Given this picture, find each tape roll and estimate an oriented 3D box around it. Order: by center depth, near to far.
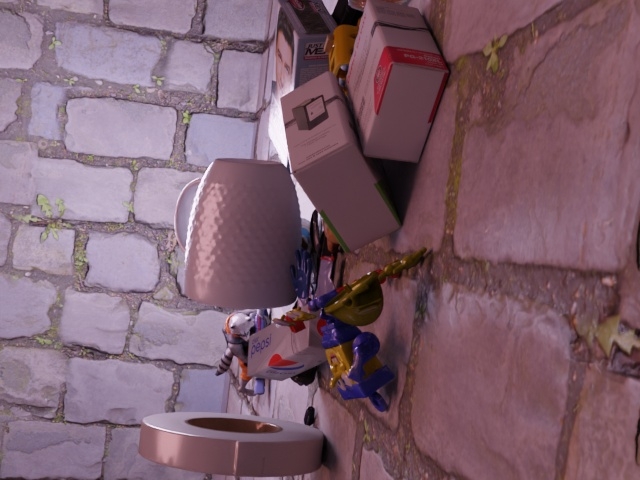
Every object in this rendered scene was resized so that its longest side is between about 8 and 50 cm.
[{"bbox_3d":[-0.186,0.423,1.748,0.392,0.392,0.072,161,115,-77],"label":"tape roll"}]

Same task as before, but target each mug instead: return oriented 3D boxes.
[{"bbox_3d":[-0.217,-0.035,2.014,0.374,0.276,0.328,12,101,38],"label":"mug"}]

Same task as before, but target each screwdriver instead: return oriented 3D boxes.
[{"bbox_3d":[-0.030,0.443,1.910,0.024,0.025,0.170,-100,11,-51],"label":"screwdriver"}]

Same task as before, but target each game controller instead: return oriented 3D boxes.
[{"bbox_3d":[0.062,-0.534,1.927,0.319,0.067,0.166,126,163,-66],"label":"game controller"}]

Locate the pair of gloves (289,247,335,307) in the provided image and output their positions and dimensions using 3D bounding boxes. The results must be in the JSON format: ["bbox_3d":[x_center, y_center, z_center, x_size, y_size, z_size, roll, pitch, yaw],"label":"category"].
[{"bbox_3d":[-0.014,0.101,1.830,0.198,0.023,0.159,14,105,58],"label":"pair of gloves"}]

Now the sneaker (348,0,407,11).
[{"bbox_3d":[0.135,-0.510,1.442,0.302,0.108,0.121,144,133,-63],"label":"sneaker"}]

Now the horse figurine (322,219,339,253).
[{"bbox_3d":[0.044,-0.052,1.695,0.263,0.066,0.174,-160,79,-79],"label":"horse figurine"}]

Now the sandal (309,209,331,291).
[{"bbox_3d":[0.000,0.001,1.868,0.097,0.054,0.254,153,123,-87],"label":"sandal"}]

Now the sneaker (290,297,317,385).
[{"bbox_3d":[-0.042,0.223,1.925,0.234,0.078,0.106,-93,12,-46],"label":"sneaker"}]

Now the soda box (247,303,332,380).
[{"bbox_3d":[-0.056,0.223,1.776,0.286,0.091,0.098,-33,50,53],"label":"soda box"}]

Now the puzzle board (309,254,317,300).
[{"bbox_3d":[-0.026,0.106,2.073,0.128,0.011,0.096,-107,26,-61],"label":"puzzle board"}]

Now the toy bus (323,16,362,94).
[{"bbox_3d":[0.061,-0.393,1.704,0.202,0.104,0.191,-146,64,-76],"label":"toy bus"}]

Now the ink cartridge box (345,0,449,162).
[{"bbox_3d":[0.118,-0.268,1.373,0.237,0.100,0.172,-100,20,-50],"label":"ink cartridge box"}]

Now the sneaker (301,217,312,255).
[{"bbox_3d":[-0.076,0.057,2.151,0.092,0.087,0.228,-94,15,-59],"label":"sneaker"}]

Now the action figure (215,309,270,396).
[{"bbox_3d":[-0.251,0.362,2.630,0.330,0.179,0.341,95,175,-47],"label":"action figure"}]

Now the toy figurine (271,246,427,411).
[{"bbox_3d":[0.082,0.170,1.351,0.217,0.191,0.362,65,156,3],"label":"toy figurine"}]

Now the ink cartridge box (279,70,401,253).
[{"bbox_3d":[0.032,-0.143,1.460,0.198,0.115,0.273,55,-166,-34],"label":"ink cartridge box"}]

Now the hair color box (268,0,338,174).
[{"bbox_3d":[-0.041,-0.362,1.977,0.185,0.114,0.374,-114,24,-44],"label":"hair color box"}]
